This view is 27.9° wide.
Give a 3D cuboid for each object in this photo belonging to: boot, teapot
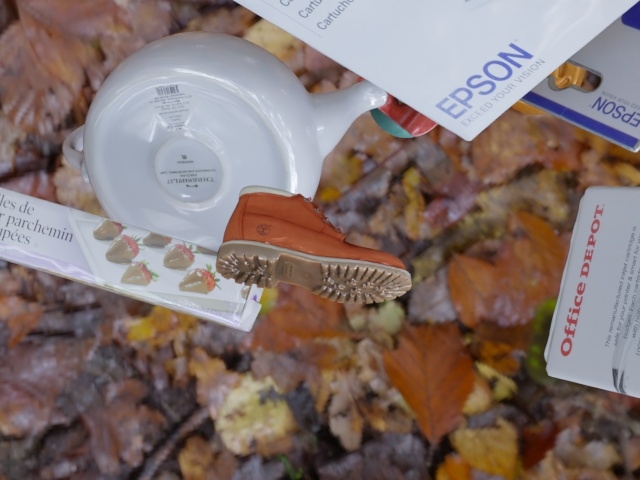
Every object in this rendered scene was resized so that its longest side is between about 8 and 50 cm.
[{"bbox_3d":[0.000,0.000,1.043,0.157,0.085,0.059,13,146,-4],"label":"boot"},{"bbox_3d":[-0.110,-0.107,1.306,0.256,0.187,0.252,34,120,-5],"label":"teapot"}]

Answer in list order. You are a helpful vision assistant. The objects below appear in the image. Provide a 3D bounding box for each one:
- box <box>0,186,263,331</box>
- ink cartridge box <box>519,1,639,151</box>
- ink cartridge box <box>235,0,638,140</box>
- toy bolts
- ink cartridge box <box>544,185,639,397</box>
[{"bbox_3d":[-0.211,0.010,1.198,0.324,0.067,0.063,16,81,8],"label":"box"},{"bbox_3d":[0.241,-0.198,0.769,0.065,0.165,0.333,36,91,-40],"label":"ink cartridge box"},{"bbox_3d":[0.048,-0.163,0.578,0.224,0.045,0.223,29,140,-18],"label":"ink cartridge box"},{"bbox_3d":[0.163,-0.193,1.442,0.218,0.158,0.228,45,94,4],"label":"toy bolts"},{"bbox_3d":[0.350,0.058,1.187,0.114,0.273,0.197,16,86,-29],"label":"ink cartridge box"}]
